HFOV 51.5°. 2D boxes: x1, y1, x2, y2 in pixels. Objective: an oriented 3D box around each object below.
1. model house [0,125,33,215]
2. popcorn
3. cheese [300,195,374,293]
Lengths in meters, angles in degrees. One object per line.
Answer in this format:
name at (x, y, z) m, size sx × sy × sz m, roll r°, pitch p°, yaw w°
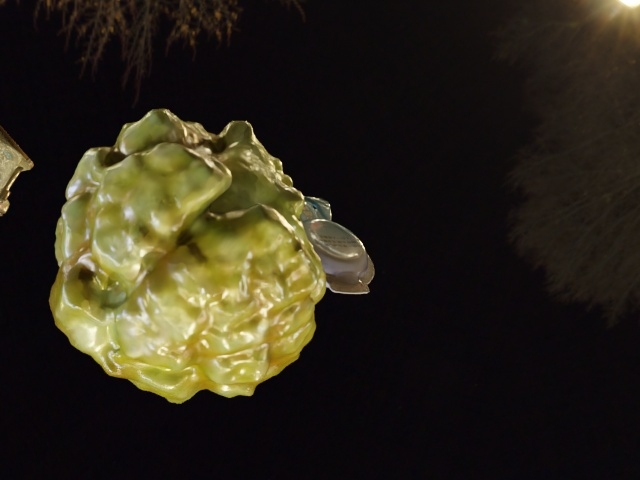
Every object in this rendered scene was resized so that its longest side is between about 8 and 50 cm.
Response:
model house at (-0.559, -0.057, 0.923) m, size 0.326 × 0.169 × 0.244 m, roll -28°, pitch -144°, yaw 10°
popcorn at (-0.124, 0.024, 0.690) m, size 0.279 × 0.335 × 0.274 m, roll 36°, pitch -103°, yaw 27°
cheese at (0.000, 0.000, 0.977) m, size 0.135 × 0.052 × 0.245 m, roll 5°, pitch -147°, yaw -29°
